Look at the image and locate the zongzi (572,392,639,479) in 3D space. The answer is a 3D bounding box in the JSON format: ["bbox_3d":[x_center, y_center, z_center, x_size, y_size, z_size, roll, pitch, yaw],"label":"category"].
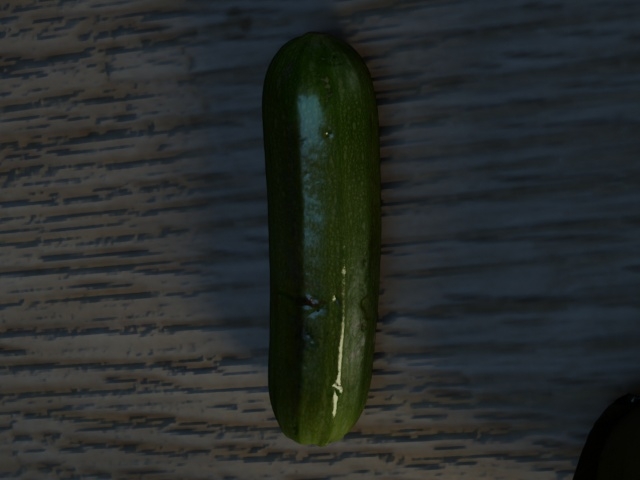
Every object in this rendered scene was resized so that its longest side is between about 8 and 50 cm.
[{"bbox_3d":[0.297,0.164,0.851,0.317,0.154,0.289,32,152,-5],"label":"zongzi"}]

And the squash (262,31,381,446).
[{"bbox_3d":[0.000,0.000,0.984,0.066,0.066,0.229,6,107,16],"label":"squash"}]
